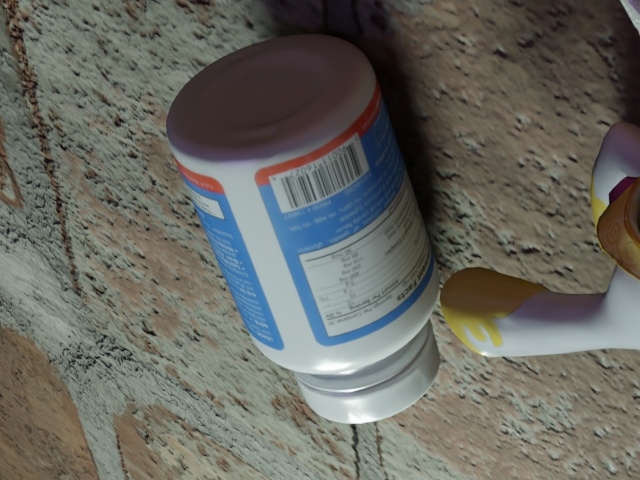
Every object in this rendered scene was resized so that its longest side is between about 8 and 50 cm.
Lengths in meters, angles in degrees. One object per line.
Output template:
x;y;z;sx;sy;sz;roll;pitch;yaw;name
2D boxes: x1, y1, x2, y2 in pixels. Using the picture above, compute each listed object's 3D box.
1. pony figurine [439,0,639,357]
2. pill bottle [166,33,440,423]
0.206;0.072;0.707;0.351;0.303;0.363;51;167;9;pony figurine
0.000;0.000;0.985;0.124;0.124;0.221;18;140;40;pill bottle
